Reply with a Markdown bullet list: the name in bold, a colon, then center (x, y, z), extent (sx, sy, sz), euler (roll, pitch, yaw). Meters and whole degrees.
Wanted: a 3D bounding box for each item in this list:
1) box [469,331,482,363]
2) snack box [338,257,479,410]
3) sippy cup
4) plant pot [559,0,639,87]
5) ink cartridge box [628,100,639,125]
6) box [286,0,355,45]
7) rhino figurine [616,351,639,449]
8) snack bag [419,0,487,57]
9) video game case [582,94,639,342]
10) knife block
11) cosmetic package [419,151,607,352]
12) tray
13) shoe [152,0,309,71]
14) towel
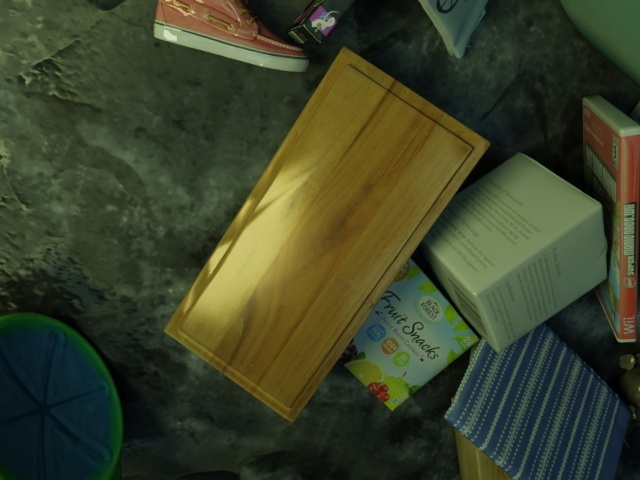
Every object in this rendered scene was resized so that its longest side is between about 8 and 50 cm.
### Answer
- **box**: center (0.314, 0.245, 0.815), extent (0.186, 0.038, 0.145), euler (29, 58, -20)
- **snack box**: center (0.102, 0.122, 0.745), extent (0.174, 0.070, 0.207), euler (-40, 114, 5)
- **sippy cup**: center (-0.397, 0.236, 0.596), extent (0.224, 0.240, 0.306), euler (-28, 75, 9)
- **plant pot**: center (0.418, -0.299, 0.564), extent (0.247, 0.248, 0.252), euler (-29, 142, 11)
- **ink cartridge box**: center (0.526, -0.170, 0.697), extent (0.093, 0.154, 0.212), euler (31, 99, -23)
- **box**: center (0.031, -0.286, 0.556), extent (0.029, 0.116, 0.162), euler (40, 96, -22)
- **rhino figurine**: center (0.557, 0.297, 0.916), extent (0.106, 0.073, 0.243), euler (7, 111, -35)
- **snack bag**: center (0.166, -0.384, 0.488), extent (0.037, 0.342, 0.323), euler (31, 103, 24)
- **video game case**: center (0.393, -0.038, 0.694), extent (0.025, 0.204, 0.285), euler (-6, 113, 18)
- **knife block**: center (0.291, 0.425, 0.891), extent (0.275, 0.088, 0.242), euler (29, 100, -21)
- **cosmetic package**: center (0.252, 0.015, 0.680), extent (0.183, 0.151, 0.151), euler (-34, 132, -1)
- **tray**: center (0.000, 0.000, 0.633), extent (0.202, 0.076, 0.411), euler (34, 100, 4)
- **shoe**: center (-0.092, -0.247, 0.568), extent (0.177, 0.063, 0.081), euler (11, 112, -13)
- **towel**: center (0.346, 0.268, 0.784), extent (0.336, 0.040, 0.243), euler (43, 60, -12)
